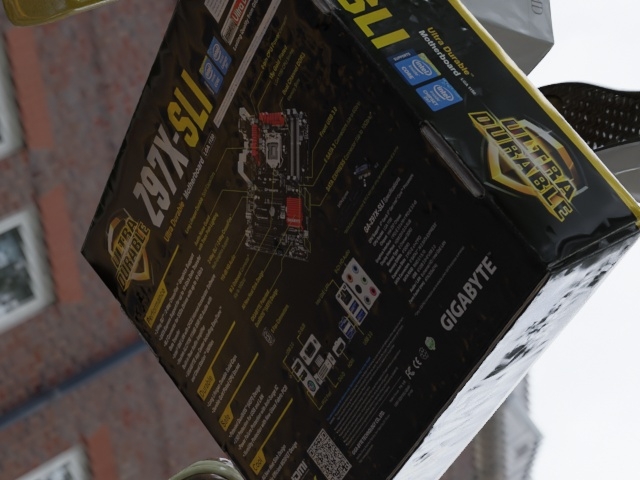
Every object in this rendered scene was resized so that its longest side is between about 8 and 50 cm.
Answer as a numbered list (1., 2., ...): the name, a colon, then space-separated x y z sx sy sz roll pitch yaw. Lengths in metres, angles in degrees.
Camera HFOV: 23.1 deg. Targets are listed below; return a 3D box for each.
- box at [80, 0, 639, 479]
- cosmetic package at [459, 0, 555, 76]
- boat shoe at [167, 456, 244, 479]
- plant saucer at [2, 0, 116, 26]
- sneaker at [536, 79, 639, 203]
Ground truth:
1. box: 0.000 0.000 0.850 0.257 0.079 0.322 53 -38 20
2. cosmetic package: 0.054 -0.196 1.166 0.085 0.231 0.117 128 -32 -51
3. boat shoe: -0.133 0.293 1.387 0.095 0.095 0.257 32 -49 -4
4. plant saucer: -0.168 -0.369 1.511 0.332 0.333 0.081 83 -20 -44
5. sneaker: 0.254 -0.059 1.279 0.290 0.106 0.123 1 -39 39
